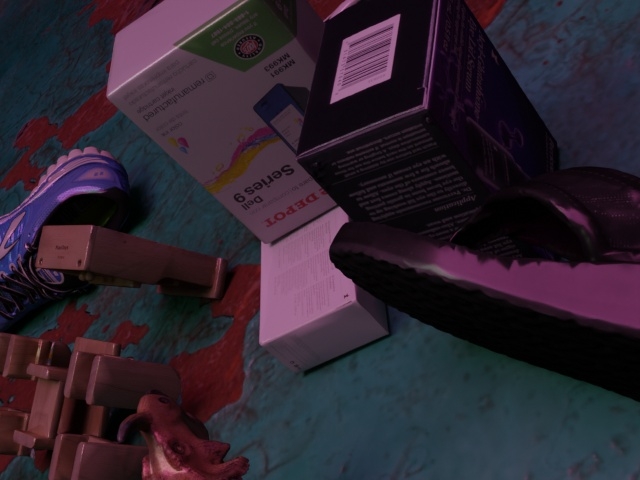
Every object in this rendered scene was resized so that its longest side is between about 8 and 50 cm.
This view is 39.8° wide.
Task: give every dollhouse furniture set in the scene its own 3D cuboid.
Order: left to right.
[{"bbox_3d":[-0.207,0.120,0.886,0.212,0.161,0.242,1,78,46],"label":"dollhouse furniture set"}]

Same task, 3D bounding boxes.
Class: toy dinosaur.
[{"bbox_3d":[-0.011,0.206,0.513,0.295,0.200,0.127,11,64,49],"label":"toy dinosaur"}]

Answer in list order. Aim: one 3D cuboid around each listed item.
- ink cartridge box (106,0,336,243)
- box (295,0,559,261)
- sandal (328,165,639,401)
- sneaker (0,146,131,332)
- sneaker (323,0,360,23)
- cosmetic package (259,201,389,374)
[{"bbox_3d":[-0.050,-0.116,0.750,0.154,0.212,0.093,-28,42,20],"label":"ink cartridge box"},{"bbox_3d":[0.091,-0.068,0.670,0.108,0.207,0.153,-18,45,32],"label":"box"},{"bbox_3d":[0.204,0.029,0.510,0.445,0.167,0.107,10,68,39],"label":"sandal"},{"bbox_3d":[-0.366,0.025,1.105,0.330,0.130,0.147,-46,33,-1],"label":"sneaker"},{"bbox_3d":[0.005,-0.235,1.025,0.217,0.079,0.121,-45,37,4],"label":"sneaker"},{"bbox_3d":[0.000,0.000,0.819,0.099,0.060,0.239,-28,39,23],"label":"cosmetic package"}]
